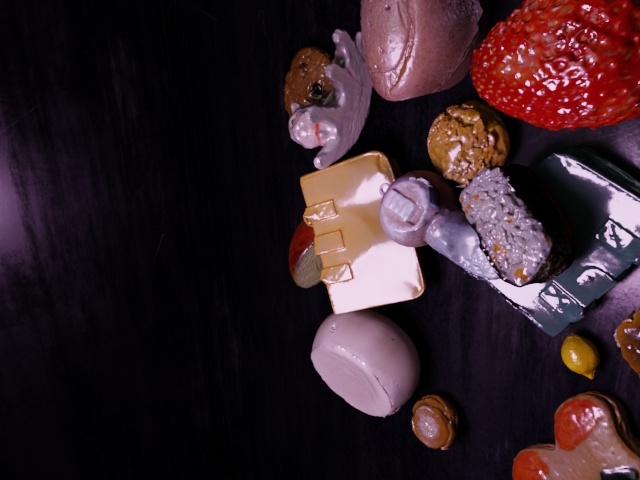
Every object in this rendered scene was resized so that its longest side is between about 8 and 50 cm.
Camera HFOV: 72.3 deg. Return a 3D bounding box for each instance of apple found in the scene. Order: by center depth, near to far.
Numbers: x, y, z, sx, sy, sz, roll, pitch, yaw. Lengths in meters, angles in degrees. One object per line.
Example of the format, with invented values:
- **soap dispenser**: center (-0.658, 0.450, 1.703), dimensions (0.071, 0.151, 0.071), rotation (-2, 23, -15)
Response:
- **apple**: center (0.000, 0.000, 1.416), dimensions (0.254, 0.179, 0.346), rotation (-84, 14, -47)

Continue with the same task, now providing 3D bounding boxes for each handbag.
- **handbag**: center (0.463, 0.006, 0.840), dimensions (0.238, 0.089, 0.326), rotation (49, 138, 30)
- **handbag**: center (0.111, -0.018, 1.190), dimensions (0.283, 0.133, 0.400), rotation (-15, 90, 18)

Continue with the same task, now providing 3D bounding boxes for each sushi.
- **sushi**: center (0.354, -0.029, 0.793), dimensions (0.225, 0.126, 0.136), rotation (64, 147, 18)

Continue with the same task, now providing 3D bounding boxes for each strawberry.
- **strawberry**: center (0.386, -0.291, 0.693), dimensions (0.289, 0.250, 0.238), rotation (-4, 103, 32)

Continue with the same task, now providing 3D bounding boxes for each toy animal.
- **toy animal**: center (0.018, -0.392, 1.183), dimensions (0.188, 0.266, 0.307), rotation (31, 144, 53)

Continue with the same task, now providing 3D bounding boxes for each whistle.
- **whistle**: center (0.269, -0.035, 0.972), dimensions (0.348, 0.189, 0.189), rotation (39, 132, 30)

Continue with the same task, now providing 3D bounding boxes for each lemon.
- **lemon**: center (0.514, 0.228, 0.867), dimensions (0.065, 0.065, 0.092), rotation (-36, 70, 53)

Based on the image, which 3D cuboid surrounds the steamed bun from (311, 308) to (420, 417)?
- **steamed bun**: center (0.137, 0.334, 1.269), dimensions (0.324, 0.206, 0.324), rotation (29, 142, 25)

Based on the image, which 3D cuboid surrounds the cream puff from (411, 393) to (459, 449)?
- **cream puff**: center (0.317, 0.488, 1.196), dimensions (0.126, 0.103, 0.143), rotation (4, 106, 40)

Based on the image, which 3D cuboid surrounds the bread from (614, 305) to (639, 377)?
- **bread**: center (0.601, 0.169, 0.687), dimensions (0.192, 0.110, 0.210), rotation (60, 142, 19)

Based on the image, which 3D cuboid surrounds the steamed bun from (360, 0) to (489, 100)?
- **steamed bun**: center (0.223, -0.450, 0.890), dimensions (0.199, 0.252, 0.301), rotation (7, 112, 42)

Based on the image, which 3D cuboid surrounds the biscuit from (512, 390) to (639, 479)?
- **biscuit**: center (0.587, 0.503, 0.818), dimensions (0.394, 0.076, 0.368), rotation (46, 129, 39)

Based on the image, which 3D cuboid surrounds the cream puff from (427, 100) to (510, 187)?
- **cream puff**: center (0.308, -0.202, 0.943), dimensions (0.189, 0.130, 0.188), rotation (26, 122, 51)

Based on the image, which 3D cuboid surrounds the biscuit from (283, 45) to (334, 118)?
- **biscuit**: center (-0.029, -0.451, 1.360), dimensions (0.296, 0.075, 0.295), rotation (21, 117, 48)
